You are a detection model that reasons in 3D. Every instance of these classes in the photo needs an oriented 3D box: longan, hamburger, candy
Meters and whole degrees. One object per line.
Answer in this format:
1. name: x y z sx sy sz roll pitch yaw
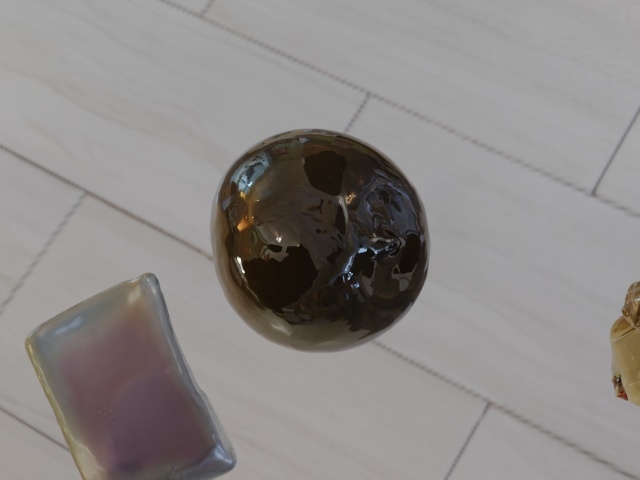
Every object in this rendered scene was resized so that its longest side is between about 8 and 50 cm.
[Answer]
1. longan: -0.004 0.000 1.595 0.297 0.297 0.297 -3 65 6
2. hamburger: 0.413 0.107 1.389 0.210 0.173 0.116 -25 90 -14
3. candy: -0.200 0.158 1.336 0.145 0.359 0.208 -25 91 -11

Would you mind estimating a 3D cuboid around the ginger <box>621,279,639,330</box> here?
1. ginger: 0.301 0.043 0.927 0.149 0.258 0.065 -17 91 6
